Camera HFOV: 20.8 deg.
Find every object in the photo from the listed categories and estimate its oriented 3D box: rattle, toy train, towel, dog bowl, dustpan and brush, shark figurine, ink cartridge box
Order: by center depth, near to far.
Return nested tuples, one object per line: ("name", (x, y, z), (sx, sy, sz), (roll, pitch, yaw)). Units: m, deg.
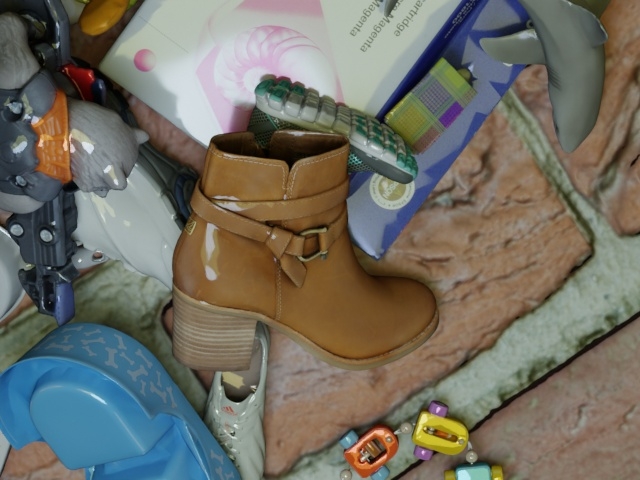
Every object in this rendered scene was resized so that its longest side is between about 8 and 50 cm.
("shark figurine", (0.198, -0.204, 1.561), (0.278, 0.116, 0.166), (33, 93, -33))
("rattle", (-0.236, -0.289, 1.571), (0.130, 0.143, 0.199), (-7, 107, 20))
("towel", (0.101, -0.124, 1.621), (0.083, 0.009, 0.060), (-47, 125, 2))
("ink cartridge box", (0.018, -0.195, 1.622), (0.330, 0.071, 0.324), (35, 98, -5))
("dog bowl", (-0.180, 0.199, 1.638), (0.166, 0.074, 0.297), (-16, 120, 32))
("dustpan and brush", (-0.310, 0.031, 1.672), (0.211, 0.060, 0.147), (-4, 112, 7))
("toy train", (0.104, 0.225, 1.710), (0.166, 0.046, 0.125), (45, 98, -4))

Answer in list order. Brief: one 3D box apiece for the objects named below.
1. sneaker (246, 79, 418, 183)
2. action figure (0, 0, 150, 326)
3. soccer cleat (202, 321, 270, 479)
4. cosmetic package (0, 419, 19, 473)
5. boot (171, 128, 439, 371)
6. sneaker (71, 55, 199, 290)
("sneaker", (0.007, -0.084, 1.588), (0.166, 0.065, 0.076), (25, 116, -4))
("action figure", (-0.310, -0.054, 1.519), (0.330, 0.178, 0.341), (-2, 113, 13))
("soccer cleat", (-0.083, 0.167, 1.680), (0.068, 0.076, 0.196), (6, 100, -1))
("cosmetic package", (-0.409, 0.158, 1.674), (0.239, 0.060, 0.099), (22, 121, -4))
("boot", (0.000, 0.000, 1.579), (0.284, 0.109, 0.220), (-1, 117, -23))
("sneaker", (-0.188, -0.034, 1.645), (0.129, 0.111, 0.297), (-40, 94, 21))
